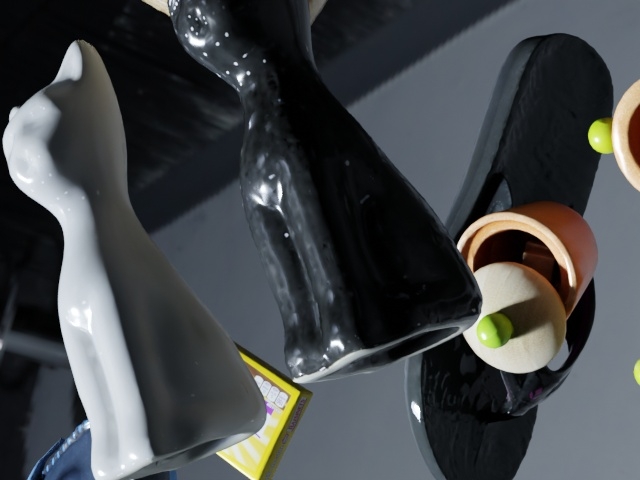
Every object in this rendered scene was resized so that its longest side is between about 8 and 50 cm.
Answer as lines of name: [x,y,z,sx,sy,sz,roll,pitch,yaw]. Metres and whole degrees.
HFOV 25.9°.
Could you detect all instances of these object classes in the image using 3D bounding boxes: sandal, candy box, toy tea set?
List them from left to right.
candy box: [-0.106,0.155,1.435,0.206,0.027,0.105,29,99,36]
sandal: [0.188,0.021,1.278,0.107,0.167,0.446,6,80,54]
toy tea set: [0.205,-0.009,0.692,0.200,0.124,0.336,52,125,7]

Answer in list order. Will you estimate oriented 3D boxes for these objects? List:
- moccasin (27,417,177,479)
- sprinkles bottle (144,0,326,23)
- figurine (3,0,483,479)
moccasin: [-0.215,0.281,1.040,0.137,0.117,0.342,33,105,36]
sprinkles bottle: [-0.152,-0.221,0.718,0.355,0.121,0.121,30,100,11]
figurine: [-0.057,-0.019,0.631,0.215,0.092,0.209,-31,75,36]
